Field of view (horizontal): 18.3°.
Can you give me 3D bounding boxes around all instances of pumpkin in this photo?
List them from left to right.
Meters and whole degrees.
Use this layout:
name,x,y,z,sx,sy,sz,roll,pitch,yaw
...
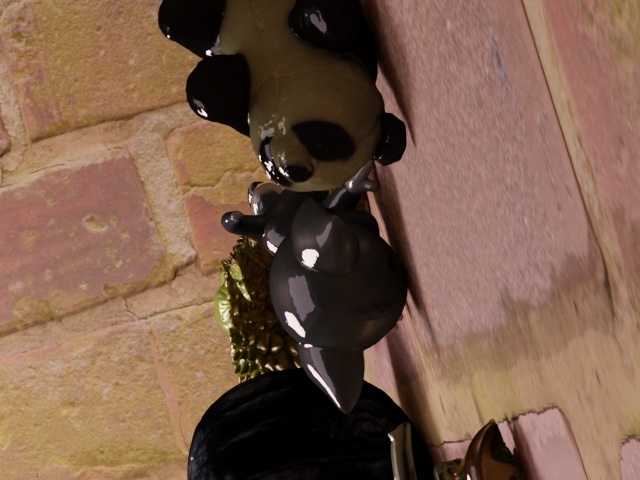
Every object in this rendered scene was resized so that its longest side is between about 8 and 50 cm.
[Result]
name,x,y,z,sx,sy,sz,roll,pitch,yaw
pumpkin,-0.001,0.307,2.095,0.363,0.266,0.363,166,90,-90

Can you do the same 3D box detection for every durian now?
name,x,y,z,sx,sy,sz,roll,pitch,yaw
durian,-0.040,0.072,2.320,0.200,0.176,0.237,63,180,9

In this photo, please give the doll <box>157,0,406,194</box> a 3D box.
name,x,y,z,sx,sy,sz,roll,pitch,yaw
doll,-0.021,-0.135,1.462,0.135,0.143,0.234,45,-164,-41

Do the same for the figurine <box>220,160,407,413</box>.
name,x,y,z,sx,sy,sz,roll,pitch,yaw
figurine,-0.005,-0.001,1.774,0.265,0.140,0.193,39,134,42

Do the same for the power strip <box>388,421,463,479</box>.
name,x,y,z,sx,sy,sz,roll,pitch,yaw
power strip,0.111,0.276,1.520,0.053,0.093,0.288,101,152,-79

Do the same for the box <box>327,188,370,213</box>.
name,x,y,z,sx,sy,sz,roll,pitch,yaw
box,0.031,-0.014,1.990,0.193,0.030,0.121,76,175,-49

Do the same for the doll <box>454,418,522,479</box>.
name,x,y,z,sx,sy,sz,roll,pitch,yaw
doll,0.103,0.177,1.326,0.078,0.076,0.113,63,-172,-57
